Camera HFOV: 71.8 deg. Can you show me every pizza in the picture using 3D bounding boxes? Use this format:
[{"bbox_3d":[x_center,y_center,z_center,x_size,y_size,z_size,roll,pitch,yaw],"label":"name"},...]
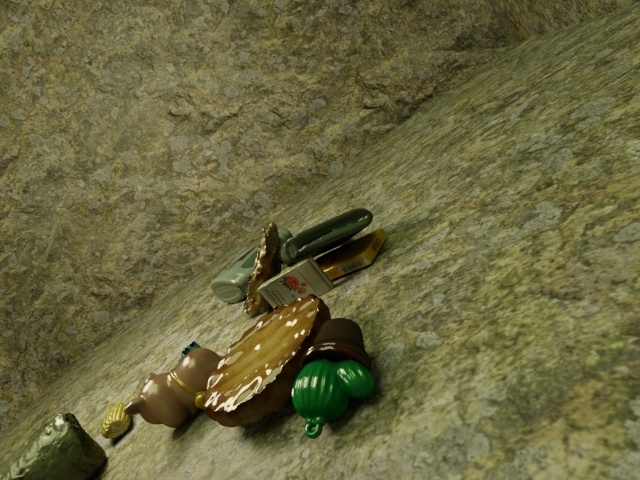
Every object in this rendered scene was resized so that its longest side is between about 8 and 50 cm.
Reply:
[{"bbox_3d":[-0.160,0.086,1.360,0.071,0.296,0.189,11,7,16],"label":"pizza"}]

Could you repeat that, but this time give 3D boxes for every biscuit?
[{"bbox_3d":[-0.100,0.251,0.926,0.326,0.107,0.325,-38,13,11],"label":"biscuit"}]

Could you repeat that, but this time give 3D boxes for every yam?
[{"bbox_3d":[-0.717,0.607,1.129,0.300,0.195,0.195,-48,17,-32],"label":"yam"}]

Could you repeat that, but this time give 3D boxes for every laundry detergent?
[{"bbox_3d":[-0.249,0.086,1.831,0.398,0.124,0.264,-44,14,-35],"label":"laundry detergent"}]

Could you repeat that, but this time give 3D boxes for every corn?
[{"bbox_3d":[-0.621,0.547,1.347,0.085,0.063,0.165,-51,15,-15],"label":"corn"}]

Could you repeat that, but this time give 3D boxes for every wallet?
[{"bbox_3d":[0.000,0.000,1.304,0.252,0.083,0.360,-22,-6,-12],"label":"wallet"}]

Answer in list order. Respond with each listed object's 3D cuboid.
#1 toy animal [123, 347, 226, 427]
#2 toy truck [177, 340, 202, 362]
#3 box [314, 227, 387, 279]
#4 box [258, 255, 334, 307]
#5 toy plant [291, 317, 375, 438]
[{"bbox_3d":[-0.327,0.359,1.081,0.248,0.149,0.165,-27,-2,-4],"label":"toy animal"},{"bbox_3d":[-0.434,0.381,1.464,0.090,0.056,0.073,-44,3,36],"label":"toy truck"},{"bbox_3d":[0.059,0.058,1.288,0.269,0.043,0.152,-26,14,37],"label":"box"},{"bbox_3d":[-0.071,0.130,1.240,0.198,0.109,0.029,-31,15,27],"label":"box"},{"bbox_3d":[0.026,0.223,0.721,0.143,0.105,0.200,-15,40,25],"label":"toy plant"}]
